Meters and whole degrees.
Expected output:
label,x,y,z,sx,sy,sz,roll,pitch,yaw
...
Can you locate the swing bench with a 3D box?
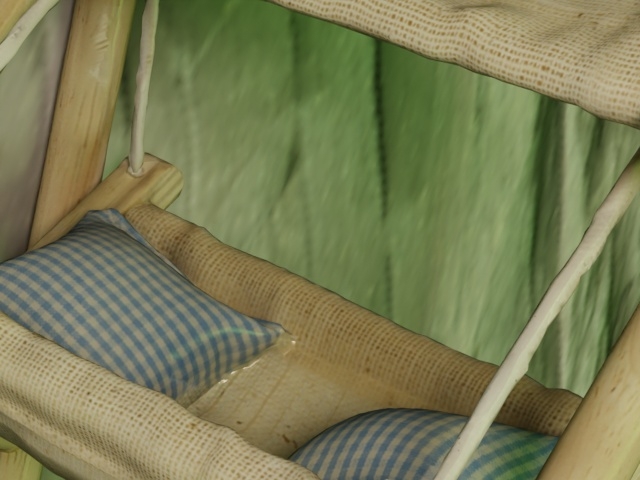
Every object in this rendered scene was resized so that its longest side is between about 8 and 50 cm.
label,x,y,z,sx,sy,sz,roll,pitch,yaw
swing bench,0.000,0.000,0.541,0.165,0.253,0.255,25,87,-58
